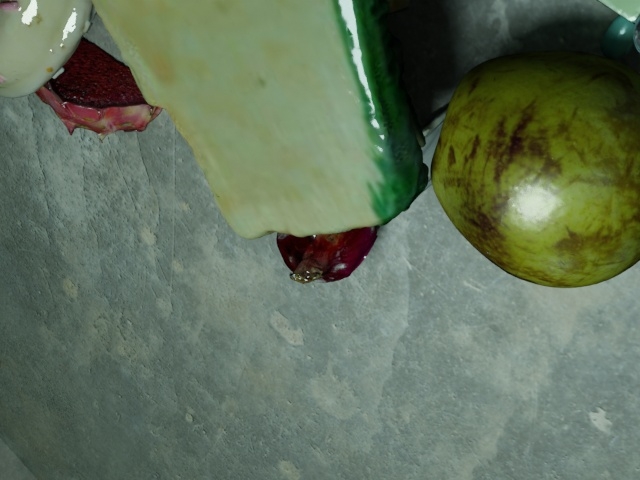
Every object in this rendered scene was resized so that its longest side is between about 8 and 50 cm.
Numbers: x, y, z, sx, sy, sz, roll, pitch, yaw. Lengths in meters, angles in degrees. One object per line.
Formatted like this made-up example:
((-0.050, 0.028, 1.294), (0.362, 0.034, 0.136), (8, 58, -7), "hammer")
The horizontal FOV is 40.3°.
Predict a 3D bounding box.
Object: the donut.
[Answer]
((-0.488, -0.415, 1.345), (0.383, 0.142, 0.382), (-4, 84, 39), "donut")

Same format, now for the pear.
((0.257, -0.081, 0.971), (0.284, 0.283, 0.283), (19, 127, 28), "pear")

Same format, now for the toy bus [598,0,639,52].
((0.296, -0.282, 0.789), (0.276, 0.134, 0.164), (42, 126, 18), "toy bus")

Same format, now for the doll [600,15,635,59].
((0.335, -0.293, 0.932), (0.159, 0.059, 0.159), (-27, 97, 46), "doll")

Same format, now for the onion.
((0.014, 0.006, 1.285), (0.135, 0.198, 0.173), (25, 133, -17), "onion")

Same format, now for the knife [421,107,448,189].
((0.154, -0.125, 1.191), (0.265, 0.041, 0.073), (-41, 77, 45), "knife")

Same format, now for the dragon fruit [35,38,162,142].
((-0.411, -0.241, 1.477), (0.274, 0.161, 0.126), (34, 130, 14), "dragon fruit")

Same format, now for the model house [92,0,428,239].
((-0.006, -0.244, 1.061), (0.335, 0.342, 0.382), (-4, 123, 31), "model house")
